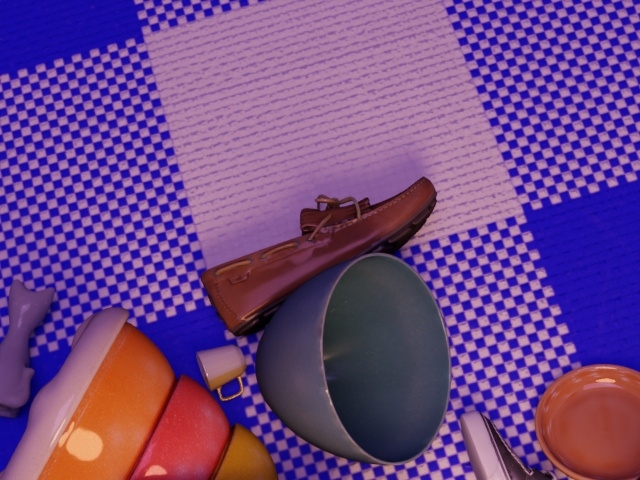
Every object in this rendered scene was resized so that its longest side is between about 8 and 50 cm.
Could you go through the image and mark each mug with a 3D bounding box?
[{"bbox_3d":[-0.145,0.191,1.832,0.064,0.078,0.062,-20,36,-13],"label":"mug"}]

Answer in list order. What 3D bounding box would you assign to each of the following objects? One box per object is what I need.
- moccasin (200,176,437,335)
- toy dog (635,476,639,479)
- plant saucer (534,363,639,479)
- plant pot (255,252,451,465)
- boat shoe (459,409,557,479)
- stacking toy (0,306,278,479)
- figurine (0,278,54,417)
[{"bbox_3d":[0.000,0.000,1.855,0.380,0.139,0.147,-29,79,2],"label":"moccasin"},{"bbox_3d":[0.533,0.452,1.490,0.395,0.284,0.408,-30,48,-6],"label":"toy dog"},{"bbox_3d":[0.406,0.267,1.742,0.200,0.037,0.200,-6,48,7],"label":"plant saucer"},{"bbox_3d":[0.023,0.175,1.729,0.195,0.290,0.290,-12,63,39],"label":"plant pot"},{"bbox_3d":[0.295,0.364,1.703,0.102,0.108,0.301,-25,72,-6],"label":"boat shoe"},{"bbox_3d":[-0.182,0.342,1.687,0.480,0.350,0.350,29,73,-6],"label":"stacking toy"},{"bbox_3d":[-0.519,0.148,1.854,0.215,0.092,0.209,8,66,6],"label":"figurine"}]
